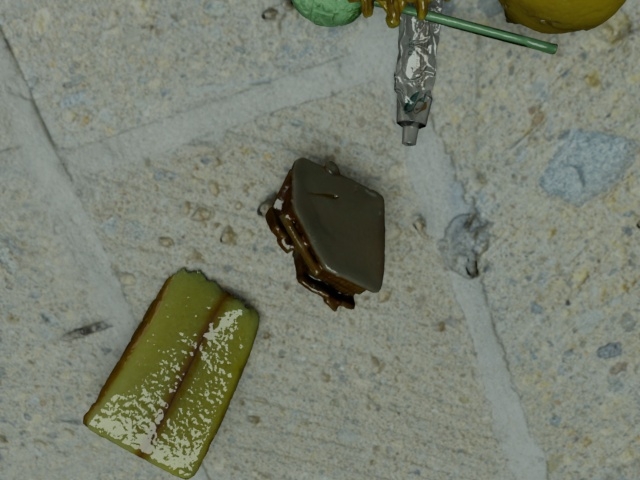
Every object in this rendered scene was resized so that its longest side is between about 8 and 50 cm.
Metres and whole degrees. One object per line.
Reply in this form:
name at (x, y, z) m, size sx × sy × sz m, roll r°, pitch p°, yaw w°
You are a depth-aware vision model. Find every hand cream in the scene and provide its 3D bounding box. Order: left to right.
hand cream at (0.163, -0.288, 1.509) m, size 0.084 × 0.050 × 0.256 m, roll 2°, pitch 99°, yaw 1°

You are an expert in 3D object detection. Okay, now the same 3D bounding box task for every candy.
candy at (0.166, -0.365, 1.433) m, size 0.440 × 0.119 × 0.119 m, roll 15°, pitch 111°, yaw 2°

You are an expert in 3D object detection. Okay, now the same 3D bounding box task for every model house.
model house at (0.000, -0.001, 1.559) m, size 0.199 × 0.219 × 0.229 m, roll 18°, pitch 155°, yaw -12°

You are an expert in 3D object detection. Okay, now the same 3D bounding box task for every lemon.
lemon at (0.366, -0.439, 1.339) m, size 0.228 × 0.228 × 0.253 m, roll -1°, pitch 125°, yaw 5°

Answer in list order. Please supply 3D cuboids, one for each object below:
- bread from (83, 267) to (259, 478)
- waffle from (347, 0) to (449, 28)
bread at (-0.273, 0.253, 1.743) m, size 0.233 × 0.245 × 0.361 m, roll 29°, pitch 80°, yaw -5°
waffle at (0.127, -0.471, 1.330) m, size 0.260 × 0.069 × 0.293 m, roll 37°, pitch 105°, yaw -1°
